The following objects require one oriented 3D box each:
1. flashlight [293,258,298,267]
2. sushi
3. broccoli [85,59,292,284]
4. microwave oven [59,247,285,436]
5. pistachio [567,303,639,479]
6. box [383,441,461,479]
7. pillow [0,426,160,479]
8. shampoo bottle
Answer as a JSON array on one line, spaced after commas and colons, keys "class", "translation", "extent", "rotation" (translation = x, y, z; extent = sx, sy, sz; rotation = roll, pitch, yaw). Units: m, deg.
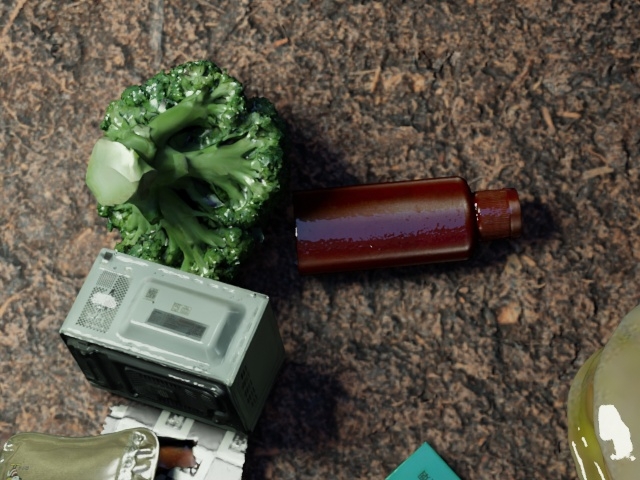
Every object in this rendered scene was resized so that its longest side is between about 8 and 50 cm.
[{"class": "flashlight", "translation": [0.000, 0.000, 1.823], "extent": [0.018, 0.018, 0.083], "rotation": [35, 80, 14]}, {"class": "sushi", "translation": [-0.185, 0.325, 1.731], "extent": [0.192, 0.043, 0.279], "rotation": [3, 64, 16]}, {"class": "broccoli", "translation": [-0.156, -0.071, 1.738], "extent": [0.270, 0.270, 0.270], "rotation": [1, 93, 26]}, {"class": "microwave oven", "translation": [-0.163, 0.116, 1.721], "extent": [0.208, 0.162, 0.122], "rotation": [15, 64, 17]}, {"class": "pistachio", "translation": [0.470, 0.226, 1.569], "extent": [0.445, 0.281, 0.365], "rotation": [34, 57, 15]}, {"class": "box", "translation": [0.087, 0.357, 1.697], "extent": [0.226, 0.042, 0.161], "rotation": [-41, 73, -7]}, {"class": "pillow", "translation": [-0.280, 0.272, 1.741], "extent": [0.217, 0.033, 0.130], "rotation": [-4, 63, 26]}, {"class": "shampoo bottle", "translation": [0.099, -0.020, 1.782], "extent": [0.260, 0.064, 0.102], "rotation": [-6, 79, -1]}]
